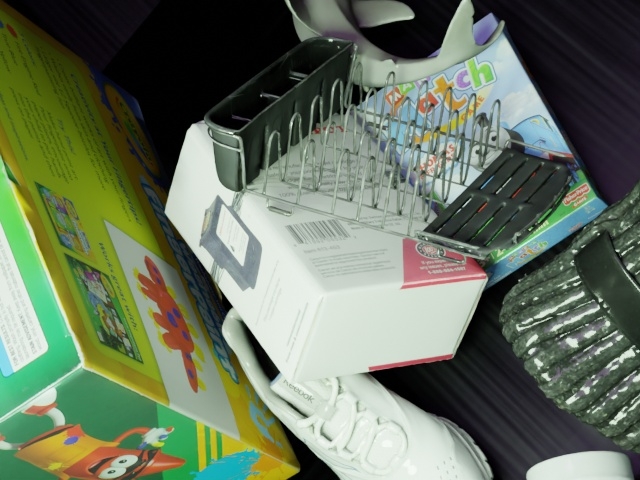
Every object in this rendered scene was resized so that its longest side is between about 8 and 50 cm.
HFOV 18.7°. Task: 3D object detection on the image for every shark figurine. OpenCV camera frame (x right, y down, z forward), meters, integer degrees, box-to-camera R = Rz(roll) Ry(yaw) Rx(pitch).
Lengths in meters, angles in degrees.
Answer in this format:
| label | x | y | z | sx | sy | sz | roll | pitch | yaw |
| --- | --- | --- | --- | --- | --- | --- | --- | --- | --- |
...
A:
| label | x | y | z | sx | sy | sz | roll | pitch | yaw |
| --- | --- | --- | --- | --- | --- | --- | --- | --- | --- |
| shark figurine | 0.024 | -0.191 | 1.733 | 0.166 | 0.116 | 0.278 | -52 | 42 | -1 |

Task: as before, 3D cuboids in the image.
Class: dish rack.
| label | x | y | z | sx | sy | sz | roll | pitch | yaw |
| --- | --- | --- | --- | --- | --- | --- | --- | --- | --- |
| dish rack | 0.064 | -0.073 | 1.595 | 0.272 | 0.208 | 0.074 | 17 | 124 | 22 |

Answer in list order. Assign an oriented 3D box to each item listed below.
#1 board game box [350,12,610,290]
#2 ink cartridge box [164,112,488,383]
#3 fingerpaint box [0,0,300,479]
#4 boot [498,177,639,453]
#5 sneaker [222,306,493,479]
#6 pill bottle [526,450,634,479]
| label | x | y | z | sx | sy | sz | roll | pitch | yaw |
| --- | --- | --- | --- | --- | --- | --- | --- | --- | --- |
| board game box | 0.135 | -0.072 | 1.705 | 0.160 | 0.039 | 0.211 | -34 | 59 | 15 |
| ink cartridge box | 0.000 | 0.000 | 1.652 | 0.237 | 0.172 | 0.100 | 52 | 135 | 39 |
| fingerpaint box | -0.240 | 0.016 | 1.685 | 0.163 | 0.371 | 0.444 | -33 | 61 | 13 |
| boot | 0.329 | 0.083 | 1.429 | 0.348 | 0.131 | 0.260 | 44 | 113 | 12 |
| sneaker | 0.020 | 0.154 | 1.635 | 0.297 | 0.129 | 0.111 | 38 | 95 | 30 |
| pill bottle | 0.215 | 0.275 | 1.494 | 0.117 | 0.117 | 0.215 | -17 | 66 | 23 |
